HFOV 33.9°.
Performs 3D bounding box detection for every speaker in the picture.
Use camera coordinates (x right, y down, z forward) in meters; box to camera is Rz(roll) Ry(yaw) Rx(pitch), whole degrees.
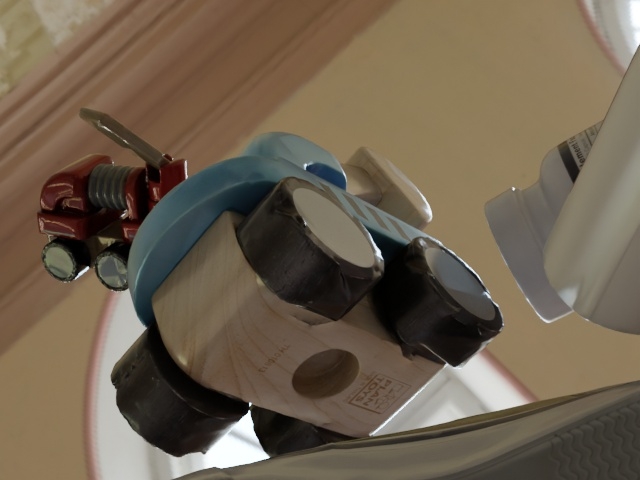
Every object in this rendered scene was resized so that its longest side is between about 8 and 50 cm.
[{"bbox_3d":[0.114,-0.032,0.319,0.055,0.055,0.136,-25,-34,-32],"label":"speaker"}]

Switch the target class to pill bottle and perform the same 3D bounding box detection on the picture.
[{"bbox_3d":[0.287,-0.041,0.914,0.264,0.153,0.153,-30,-24,18],"label":"pill bottle"}]

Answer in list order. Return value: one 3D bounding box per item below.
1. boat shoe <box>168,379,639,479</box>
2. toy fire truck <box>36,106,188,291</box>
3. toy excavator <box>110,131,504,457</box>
[{"bbox_3d":[0.033,0.123,0.394,0.302,0.109,0.094,-15,-9,5],"label":"boat shoe"},{"bbox_3d":[-0.251,-0.063,1.276,0.158,0.217,0.246,-44,-42,-56],"label":"toy fire truck"},{"bbox_3d":[0.000,0.000,1.017,0.433,0.445,0.222,25,-62,-37],"label":"toy excavator"}]
